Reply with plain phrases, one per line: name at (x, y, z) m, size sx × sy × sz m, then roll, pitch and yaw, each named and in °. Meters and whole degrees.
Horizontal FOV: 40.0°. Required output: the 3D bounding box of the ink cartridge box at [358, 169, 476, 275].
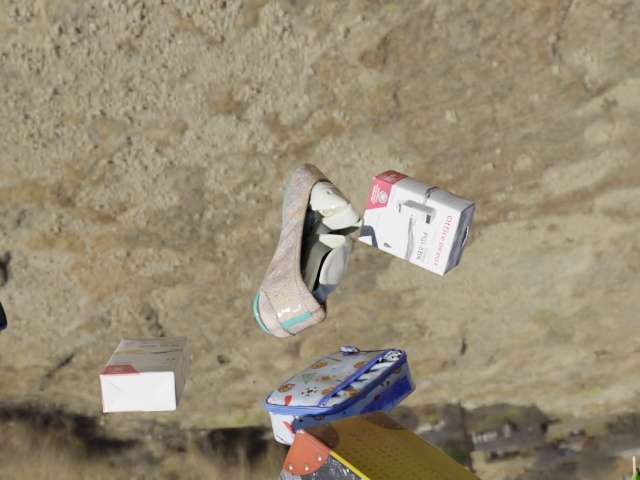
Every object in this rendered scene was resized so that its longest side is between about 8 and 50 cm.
ink cartridge box at (0.131, -0.026, 1.201) m, size 0.135 × 0.056 × 0.099 m, roll 23°, pitch 116°, yaw 25°

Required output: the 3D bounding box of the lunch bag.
lunch bag at (0.052, 0.318, 1.833) m, size 0.243 × 0.115 × 0.303 m, roll -8°, pitch -165°, yaw 42°

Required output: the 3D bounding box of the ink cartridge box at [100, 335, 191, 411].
ink cartridge box at (-0.278, 0.207, 1.431) m, size 0.115 × 0.198 × 0.067 m, roll -2°, pitch 103°, yaw -1°

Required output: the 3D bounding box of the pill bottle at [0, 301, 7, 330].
pill bottle at (-0.603, 0.141, 1.346) m, size 0.219 × 0.123 × 0.123 m, roll -27°, pitch 158°, yaw -31°

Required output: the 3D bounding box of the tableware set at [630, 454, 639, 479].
tableware set at (0.351, 0.243, 0.966) m, size 0.024 × 0.154 × 0.104 m, roll 20°, pitch 157°, yaw 19°

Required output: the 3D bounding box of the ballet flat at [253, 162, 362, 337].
ballet flat at (0.000, 0.000, 1.197) m, size 0.106 × 0.316 × 0.107 m, roll -20°, pitch 129°, yaw 30°

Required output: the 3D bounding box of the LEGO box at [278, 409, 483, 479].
LEGO box at (0.142, 0.504, 1.084) m, size 0.193 × 0.500 × 0.373 m, roll 2°, pitch 112°, yaw -52°
